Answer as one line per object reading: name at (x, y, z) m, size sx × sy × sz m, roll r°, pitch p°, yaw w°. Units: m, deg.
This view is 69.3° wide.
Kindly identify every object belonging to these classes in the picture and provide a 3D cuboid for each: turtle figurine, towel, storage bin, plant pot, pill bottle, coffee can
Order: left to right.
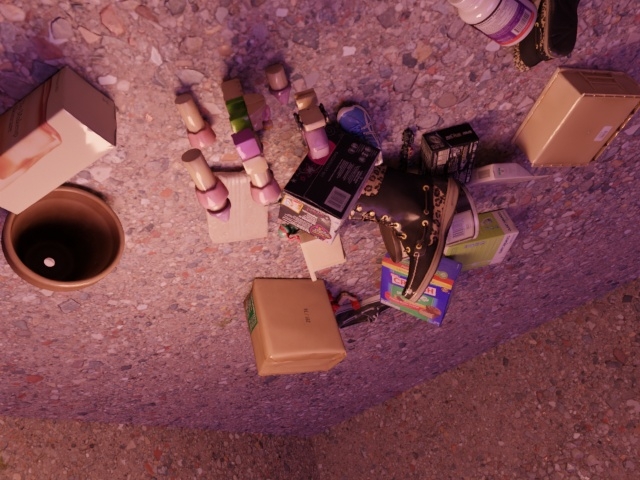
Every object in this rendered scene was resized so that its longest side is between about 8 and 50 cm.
plant pot at (-0.671, 0.021, 1.188) m, size 0.263 × 0.263 × 0.229 m, roll 14°, pitch 153°, yaw -36°
towel at (-0.239, -0.098, 1.347) m, size 0.187 × 0.049 × 0.282 m, roll -8°, pitch 142°, yaw -16°
turtle figurine at (-0.058, -0.081, 1.318) m, size 0.234 × 0.175 × 0.118 m, roll -36°, pitch 121°, yaw -19°
coffee can at (0.343, -0.060, 1.512) m, size 0.275 × 0.201 × 0.201 m, roll -17°, pitch 144°, yaw -2°
pill bottle at (0.369, -0.510, 1.003) m, size 0.193 × 0.108 × 0.108 m, roll 12°, pitch 135°, yaw -34°
storage bin at (0.759, -0.355, 1.365) m, size 0.260 × 0.123 × 0.262 m, roll -4°, pitch 142°, yaw -18°

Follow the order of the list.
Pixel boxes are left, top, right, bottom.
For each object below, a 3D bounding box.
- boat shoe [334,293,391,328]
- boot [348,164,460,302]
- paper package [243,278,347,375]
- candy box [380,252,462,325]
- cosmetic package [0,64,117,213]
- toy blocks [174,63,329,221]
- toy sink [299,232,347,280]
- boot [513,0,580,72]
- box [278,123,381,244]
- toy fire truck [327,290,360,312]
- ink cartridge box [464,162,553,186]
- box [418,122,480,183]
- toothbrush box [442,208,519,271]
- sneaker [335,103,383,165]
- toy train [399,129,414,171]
boat shoe at (0.214, 0.317, 2.044) m, size 0.301 × 0.102 × 0.108 m, roll -13°, pitch 144°, yaw -7°
boot at (0.219, -0.037, 1.340) m, size 0.284 × 0.377 × 0.138 m, roll 19°, pitch 180°, yaw 2°
paper package at (-0.104, 0.315, 1.716) m, size 0.309 × 0.325 × 0.168 m, roll 4°, pitch 140°, yaw -28°
candy box at (0.377, 0.170, 1.791) m, size 0.268 × 0.122 × 0.317 m, roll 20°, pitch 147°, yaw 19°
cosmetic package at (-0.585, -0.204, 0.969) m, size 0.296 × 0.153 × 0.129 m, roll -29°, pitch 144°, yaw 13°
toy blocks at (-0.136, -0.197, 1.056) m, size 0.309 × 0.288 × 0.260 m, roll -20°, pitch 138°, yaw -1°
toy sink at (0.000, 0.000, 1.489) m, size 0.131 × 0.153 × 0.234 m, roll -17°, pitch 144°, yaw -2°
boot at (0.516, -0.519, 1.064) m, size 0.085 × 0.236 × 0.178 m, roll 5°, pitch -175°, yaw -3°
box at (0.024, -0.142, 1.181) m, size 0.163 × 0.247 × 0.142 m, roll 28°, pitch 152°, yaw 4°
toy fire truck at (0.077, 0.255, 1.950) m, size 0.135 × 0.047 × 0.192 m, roll -26°, pitch 143°, yaw 11°
ink cartridge box at (0.580, -0.209, 1.462) m, size 0.224 × 0.056 × 0.181 m, roll -7°, pitch -179°, yaw -18°
box at (0.379, -0.243, 1.388) m, size 0.147 × 0.077 × 0.180 m, roll -15°, pitch 144°, yaw -3°
toothbrush box at (0.574, 0.012, 1.774) m, size 0.283 × 0.122 × 0.206 m, roll -11°, pitch 145°, yaw -7°
sneaker at (0.115, -0.279, 1.226) m, size 0.080 × 0.081 × 0.211 m, roll -31°, pitch 141°, yaw 20°
toy train at (0.256, -0.261, 1.359) m, size 0.036 × 0.027 × 0.158 m, roll -23°, pitch 145°, yaw -11°
